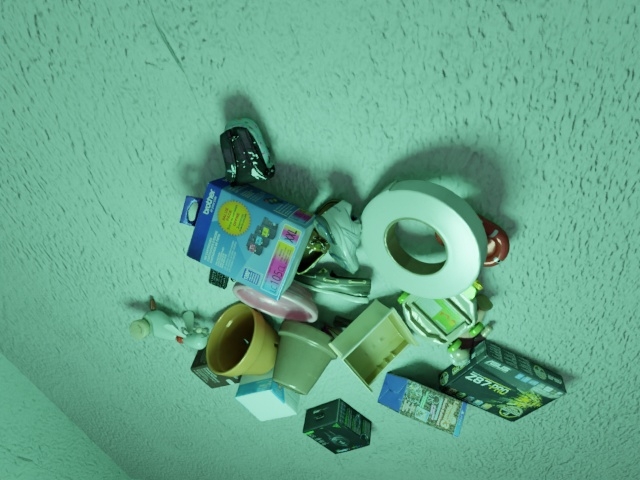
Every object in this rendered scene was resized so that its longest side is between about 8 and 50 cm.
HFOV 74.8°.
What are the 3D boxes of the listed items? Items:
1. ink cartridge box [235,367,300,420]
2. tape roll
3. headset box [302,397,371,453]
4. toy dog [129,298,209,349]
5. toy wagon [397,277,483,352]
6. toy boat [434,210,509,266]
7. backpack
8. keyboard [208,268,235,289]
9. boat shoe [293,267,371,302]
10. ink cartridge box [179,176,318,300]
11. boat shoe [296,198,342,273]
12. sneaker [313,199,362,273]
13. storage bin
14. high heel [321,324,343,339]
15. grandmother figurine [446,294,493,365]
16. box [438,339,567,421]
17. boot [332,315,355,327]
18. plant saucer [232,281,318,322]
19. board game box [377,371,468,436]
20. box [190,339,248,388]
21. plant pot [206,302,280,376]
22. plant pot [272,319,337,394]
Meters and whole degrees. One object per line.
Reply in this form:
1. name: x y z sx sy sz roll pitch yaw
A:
1. ink cartridge box: -0.210 0.605 1.841 0.197 0.270 0.198 -21 123 24
2. tape roll: 0.299 0.003 1.266 0.391 0.072 0.392 24 136 26
3. headset box: 0.081 0.963 2.174 0.246 0.131 0.283 -31 117 30
4. toy dog: -0.634 0.348 1.788 0.333 0.220 0.161 7 99 -5
5. toy wagon: 0.441 0.228 1.467 0.267 0.068 0.344 44 129 12
6. toy boat: 0.472 0.012 1.289 0.230 0.151 0.151 27 130 -11
7. backpack: -0.222 -0.261 1.223 0.151 0.115 0.182 -14 125 6
8. keyboard: -0.379 0.126 1.637 0.108 0.023 0.180 19 131 -5
9. boat shoe: 0.037 0.151 1.531 0.304 0.109 0.091 13 91 15
10. ink cartridge box: -0.244 -0.026 1.326 0.395 0.151 0.270 25 111 8
11. boat shoe: 0.000 0.000 1.402 0.110 0.105 0.307 25 129 -7
12. sneaker: 0.085 -0.002 1.324 0.111 0.129 0.297 37 162 36
13. storage bin: 0.210 0.406 1.597 0.262 0.123 0.260 -42 119 -11
14. high heel: 0.115 0.424 1.751 0.243 0.082 0.117 26 141 7
15. grandmother figurine: 0.544 0.353 1.597 0.207 0.104 0.343 8 128 16
16. box: 0.752 0.600 1.762 0.394 0.097 0.318 26 128 -9
17. boot: 0.103 0.360 1.727 0.114 0.037 0.107 8 117 0
18. plant saucer: -0.160 0.209 1.561 0.331 0.084 0.332 15 156 7
19. board game box: 0.434 0.703 1.812 0.290 0.141 0.232 25 165 -10
20. box: -0.442 0.543 1.902 0.203 0.167 0.169 -19 123 25
21. plant pot: -0.299 0.429 1.729 0.290 0.291 0.203 -27 137 29
22. plant pot: -0.074 0.472 1.647 0.262 0.230 0.263 20 156 9
